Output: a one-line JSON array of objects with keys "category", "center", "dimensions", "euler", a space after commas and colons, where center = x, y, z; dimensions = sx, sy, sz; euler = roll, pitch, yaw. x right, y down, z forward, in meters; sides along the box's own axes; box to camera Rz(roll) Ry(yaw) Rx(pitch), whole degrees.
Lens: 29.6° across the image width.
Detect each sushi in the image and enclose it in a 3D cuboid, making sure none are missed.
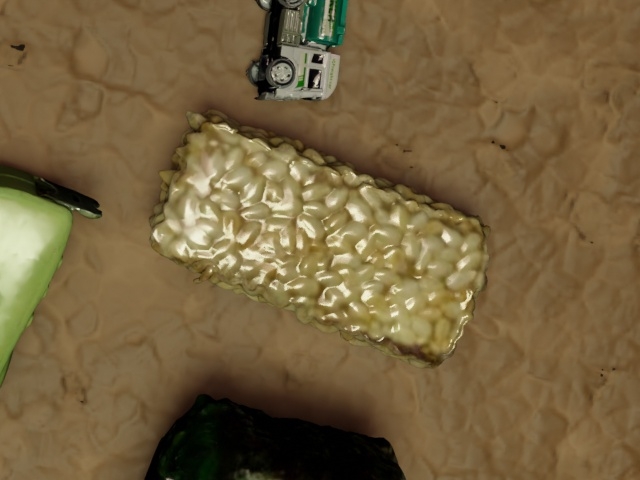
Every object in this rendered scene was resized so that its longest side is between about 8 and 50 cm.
[{"category": "sushi", "center": [-0.042, 0.187, 0.571], "dimensions": [0.127, 0.124, 0.225], "euler": [13, 100, -7]}]

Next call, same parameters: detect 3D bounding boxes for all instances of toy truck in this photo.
[{"category": "toy truck", "center": [-0.008, -0.107, 0.588], "dimensions": [0.044, 0.039, 0.083], "euler": [5, 94, -21]}]

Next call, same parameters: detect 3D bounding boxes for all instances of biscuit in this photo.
[{"category": "biscuit", "center": [0.000, 0.000, 0.584], "dimensions": [0.168, 0.070, 0.082], "euler": [22, 97, -11]}]

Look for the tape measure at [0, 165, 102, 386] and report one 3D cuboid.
[{"category": "tape measure", "center": [-0.207, 0.036, 0.554], "dimensions": [0.154, 0.087, 0.177], "euler": [22, 95, -20]}]
